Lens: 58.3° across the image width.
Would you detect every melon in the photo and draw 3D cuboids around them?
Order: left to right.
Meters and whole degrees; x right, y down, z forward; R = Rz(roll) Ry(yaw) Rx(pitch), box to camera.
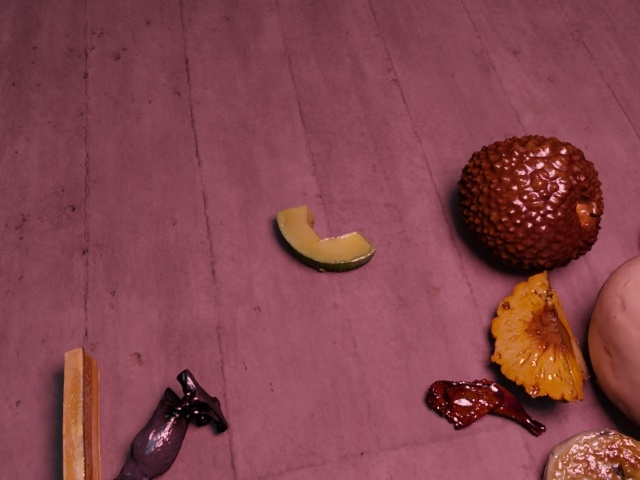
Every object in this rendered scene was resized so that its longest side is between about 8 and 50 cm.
[{"bbox_3d":[0.000,0.000,1.160,0.118,0.064,0.209,-41,66,-19],"label":"melon"}]

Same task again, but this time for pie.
[{"bbox_3d":[0.463,0.418,0.898,0.241,0.054,0.240,-5,67,13],"label":"pie"}]

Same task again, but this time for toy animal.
[{"bbox_3d":[-0.276,0.321,0.968,0.210,0.121,0.117,-40,49,-13],"label":"toy animal"}]

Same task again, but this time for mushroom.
[{"bbox_3d":[0.626,0.162,0.932,0.336,0.314,0.314,-1,61,-5],"label":"mushroom"}]

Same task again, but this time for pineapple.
[{"bbox_3d":[0.396,0.201,1.035,0.140,0.164,0.249,-26,50,31],"label":"pineapple"}]

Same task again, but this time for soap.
[{"bbox_3d":[-0.401,0.313,0.969,0.037,0.092,0.252,-10,61,-7],"label":"soap"}]

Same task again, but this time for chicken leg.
[{"bbox_3d":[0.289,0.288,1.004,0.205,0.053,0.093,3,84,10],"label":"chicken leg"}]

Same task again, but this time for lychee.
[{"bbox_3d":[0.391,-0.074,1.097,0.268,0.267,0.267,0,61,0],"label":"lychee"}]
